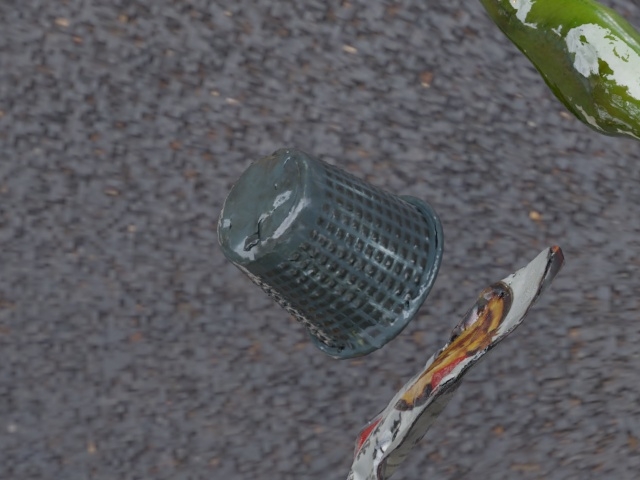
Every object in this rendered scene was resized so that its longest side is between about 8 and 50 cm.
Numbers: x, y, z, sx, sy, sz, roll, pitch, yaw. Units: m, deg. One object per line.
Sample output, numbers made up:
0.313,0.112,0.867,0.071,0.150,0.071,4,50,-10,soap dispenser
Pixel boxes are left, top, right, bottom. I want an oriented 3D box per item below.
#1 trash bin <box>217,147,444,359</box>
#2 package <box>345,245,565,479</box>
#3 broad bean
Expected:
0.000,0.000,1.603,0.175,0.161,0.175,-29,43,32,trash bin
0.069,0.108,1.159,0.030,0.154,0.239,38,127,1,package
0.146,-0.150,1.131,0.325,0.067,0.075,53,124,29,broad bean
